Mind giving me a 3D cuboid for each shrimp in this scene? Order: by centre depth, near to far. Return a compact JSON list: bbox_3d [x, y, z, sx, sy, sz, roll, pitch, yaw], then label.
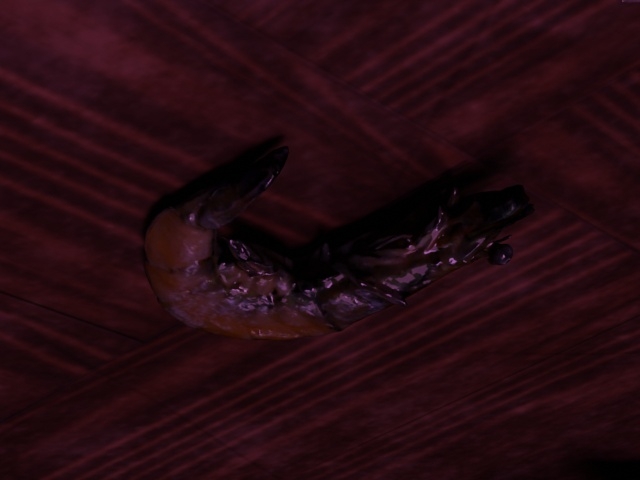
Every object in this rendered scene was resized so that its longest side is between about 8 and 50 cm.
[{"bbox_3d":[0.000,0.000,0.850,0.217,0.051,0.150,-21,142,26],"label":"shrimp"}]

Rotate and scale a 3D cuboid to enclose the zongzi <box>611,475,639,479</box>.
[{"bbox_3d":[0.346,0.206,1.261,0.248,0.111,0.241,-26,141,17],"label":"zongzi"}]

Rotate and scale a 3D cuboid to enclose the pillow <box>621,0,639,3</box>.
[{"bbox_3d":[0.218,-0.130,0.696,0.233,0.038,0.130,9,149,-28],"label":"pillow"}]
